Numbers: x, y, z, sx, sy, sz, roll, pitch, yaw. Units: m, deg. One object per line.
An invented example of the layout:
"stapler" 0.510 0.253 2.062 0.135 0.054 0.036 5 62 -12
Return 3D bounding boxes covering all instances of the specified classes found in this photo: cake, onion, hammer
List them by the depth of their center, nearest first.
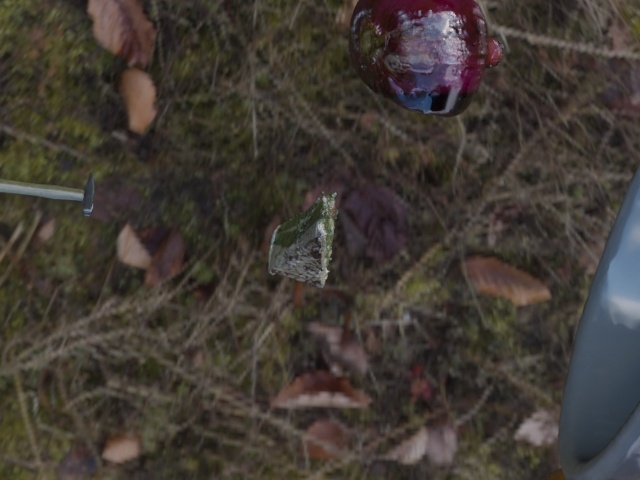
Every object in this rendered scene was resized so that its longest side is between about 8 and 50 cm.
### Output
"cake" 0.000 0.000 1.133 0.055 0.140 0.051 20 73 -13
"onion" 0.150 -0.249 1.726 0.218 0.195 0.140 -4 119 -31
"hammer" -0.388 -0.071 1.788 0.199 0.062 0.013 7 148 -8

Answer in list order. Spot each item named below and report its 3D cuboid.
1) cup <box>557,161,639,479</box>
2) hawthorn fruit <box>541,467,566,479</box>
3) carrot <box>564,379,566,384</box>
"cup" 0.240 0.067 0.579 0.257 0.227 0.301 24 127 3
"hawthorn fruit" 0.314 0.472 1.493 0.472 0.472 0.472 1 115 2
"carrot" 0.350 0.110 1.538 0.061 0.061 0.257 40 138 -15
